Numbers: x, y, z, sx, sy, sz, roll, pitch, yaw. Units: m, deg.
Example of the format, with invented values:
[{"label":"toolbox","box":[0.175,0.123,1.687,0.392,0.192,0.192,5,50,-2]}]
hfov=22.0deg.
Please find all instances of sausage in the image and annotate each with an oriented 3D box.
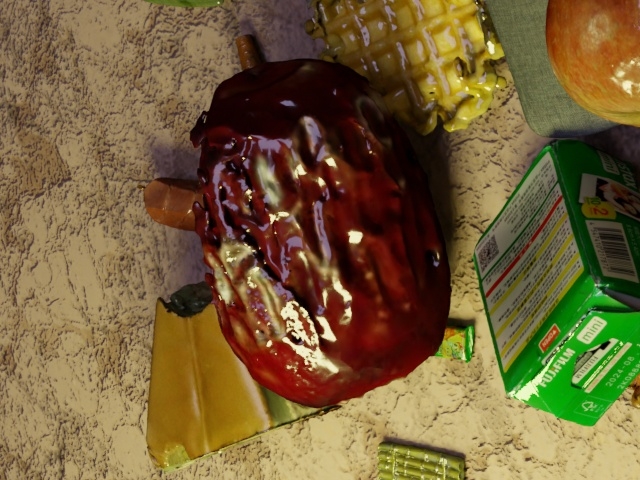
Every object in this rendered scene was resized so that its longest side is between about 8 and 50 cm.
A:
[{"label":"sausage","box":[-0.150,-0.041,1.985,0.169,0.065,0.065,9,105,39]}]

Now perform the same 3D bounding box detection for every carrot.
[{"label":"carrot","box":[-0.075,-0.194,1.914,0.032,0.032,0.093,-28,79,39]}]

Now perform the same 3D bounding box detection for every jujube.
[{"label":"jujube","box":[0.000,0.000,1.739,0.258,0.258,0.376,7,122,38]}]

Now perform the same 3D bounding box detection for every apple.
[{"label":"apple","box":[0.349,-0.221,1.413,0.309,0.277,0.250,2,88,14]}]

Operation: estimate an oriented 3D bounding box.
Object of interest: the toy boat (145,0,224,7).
[{"label":"toy boat","box":[-0.151,-0.320,1.931,0.293,0.055,0.093,3,99,39]}]

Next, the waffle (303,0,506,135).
[{"label":"waffle","box":[0.091,-0.252,1.745,0.280,0.060,0.262,35,122,32]}]

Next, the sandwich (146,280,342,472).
[{"label":"sandwich","box":[-0.118,0.145,1.942,0.227,0.155,0.198,-26,81,40]}]

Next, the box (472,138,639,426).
[{"label":"box","box":[0.243,0.036,1.584,0.180,0.103,0.250,-56,24,32]}]

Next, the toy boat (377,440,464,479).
[{"label":"toy boat","box":[0.114,0.266,1.866,0.115,0.016,0.063,7,105,38]}]

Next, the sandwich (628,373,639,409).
[{"label":"sandwich","box":[0.408,0.091,1.492,0.250,0.162,0.301,-67,24,18]}]

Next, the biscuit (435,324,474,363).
[{"label":"biscuit","box":[0.133,0.110,1.818,0.089,0.016,0.046,7,104,38]}]

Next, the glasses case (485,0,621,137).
[{"label":"glasses case","box":[0.220,-0.259,1.591,0.131,0.074,0.323,-7,108,45]}]
